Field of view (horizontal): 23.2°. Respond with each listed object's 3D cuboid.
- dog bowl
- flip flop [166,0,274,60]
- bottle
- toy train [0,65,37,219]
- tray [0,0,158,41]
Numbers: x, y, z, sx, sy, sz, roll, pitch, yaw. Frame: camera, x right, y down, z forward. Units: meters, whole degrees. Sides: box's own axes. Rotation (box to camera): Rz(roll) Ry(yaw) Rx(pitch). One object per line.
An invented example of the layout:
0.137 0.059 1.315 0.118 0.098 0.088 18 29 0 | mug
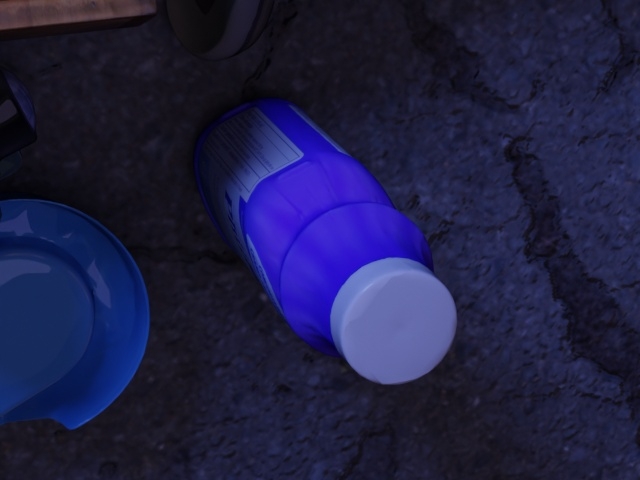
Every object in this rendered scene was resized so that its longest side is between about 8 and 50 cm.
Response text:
-0.255 0.078 1.005 0.297 0.074 0.166 -33 116 -5 | dog bowl
-0.062 -0.213 0.896 0.080 0.112 0.277 -11 146 -27 | flip flop
0.000 0.000 0.944 0.092 0.283 0.118 -28 117 -7 | bottle
-0.320 -0.018 0.884 0.334 0.190 0.142 -29 118 -5 | toy train
-0.210 -0.303 0.766 0.202 0.076 0.411 -8 95 -15 | tray
